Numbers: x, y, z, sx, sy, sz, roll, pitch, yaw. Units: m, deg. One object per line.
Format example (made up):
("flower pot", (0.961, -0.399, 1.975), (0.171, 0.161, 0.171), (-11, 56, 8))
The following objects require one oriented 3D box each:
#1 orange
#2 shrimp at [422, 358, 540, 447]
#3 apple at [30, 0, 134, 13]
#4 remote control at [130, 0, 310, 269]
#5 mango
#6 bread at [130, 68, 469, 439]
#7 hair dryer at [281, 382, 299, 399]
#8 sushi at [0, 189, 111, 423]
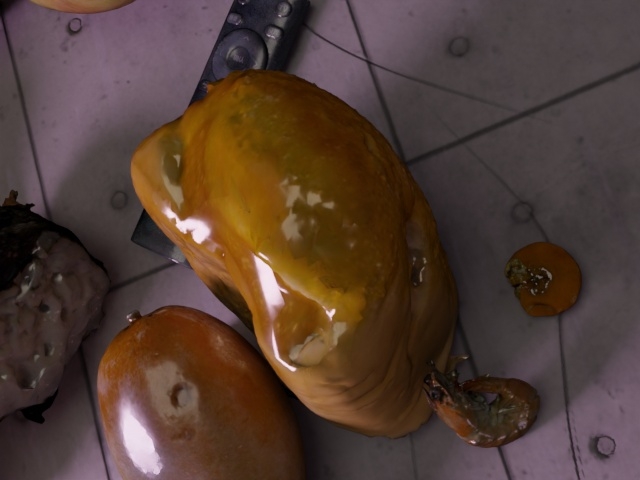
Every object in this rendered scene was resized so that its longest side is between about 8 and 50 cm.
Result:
("orange", (0.248, 0.042, 1.174), (0.086, 0.062, 0.086), (-4, 79, 18))
("shrimp", (0.170, 0.172, 1.126), (0.099, 0.180, 0.041), (-35, 41, 21))
("apple", (-0.305, -0.466, 1.366), (0.319, 0.319, 0.277), (30, 63, 24))
("remote control", (-0.131, -0.154, 1.374), (0.107, 0.044, 0.378), (23, 90, 20))
("mango", (-0.119, 0.248, 1.194), (0.221, 0.199, 0.384), (-21, 94, 36))
("bread", (0.000, 0.000, 1.123), (0.250, 0.394, 0.361), (-40, 64, -6))
("hair dryer", (-0.090, 0.171, 1.300), (0.150, 0.047, 0.071), (15, 88, 17))
("sushi", (-0.431, 0.119, 1.338), (0.207, 0.234, 0.348), (23, 57, 30))
